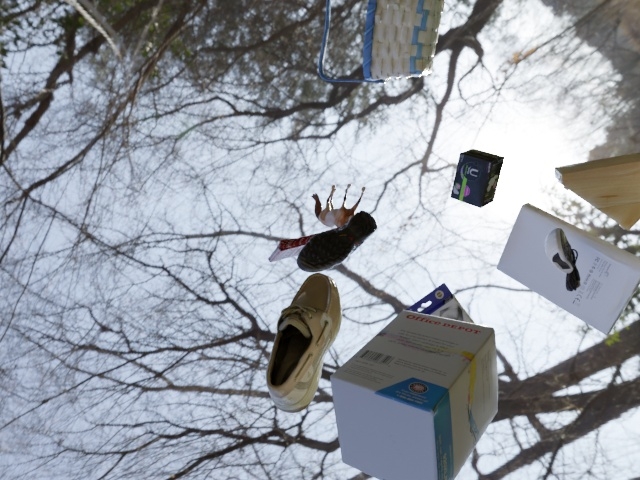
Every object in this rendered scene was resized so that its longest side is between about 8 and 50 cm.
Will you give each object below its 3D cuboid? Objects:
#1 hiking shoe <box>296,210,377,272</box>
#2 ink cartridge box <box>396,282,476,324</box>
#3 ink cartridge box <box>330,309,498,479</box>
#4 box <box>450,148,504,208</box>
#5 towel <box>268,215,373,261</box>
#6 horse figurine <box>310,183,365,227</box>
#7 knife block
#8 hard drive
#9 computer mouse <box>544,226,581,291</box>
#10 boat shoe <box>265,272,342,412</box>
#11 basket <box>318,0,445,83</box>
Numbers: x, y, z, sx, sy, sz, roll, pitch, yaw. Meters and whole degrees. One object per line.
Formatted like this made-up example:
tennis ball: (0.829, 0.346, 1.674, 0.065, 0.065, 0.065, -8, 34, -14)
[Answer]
hiking shoe: (0.036, 0.022, 1.201, 0.227, 0.114, 0.086, -30, -108, -28)
ink cartridge box: (0.404, 0.297, 1.774, 0.224, 0.223, 0.045, 55, -162, 15)
ink cartridge box: (0.158, 0.244, 0.813, 0.233, 0.171, 0.168, -29, -62, -46)
box: (0.269, -0.108, 0.883, 0.062, 0.083, 0.052, 25, -148, 35)
towel: (0.000, 0.000, 1.403, 0.275, 0.199, 0.031, -15, -98, -16)
horse figurine: (0.053, -0.104, 1.736, 0.066, 0.263, 0.174, 23, -100, -35)
knife block: (0.718, -0.160, 1.162, 0.276, 0.242, 0.088, 34, -158, 0)
hard drive: (0.603, 0.064, 1.263, 0.040, 0.203, 0.307, -18, -139, -38)
computer mouse: (0.505, 0.031, 1.082, 0.193, 0.042, 0.106, 37, -127, -44)
boat shoe: (-0.033, 0.172, 0.993, 0.098, 0.109, 0.302, 68, -149, -43)
basket: (0.139, -0.505, 1.256, 0.289, 0.254, 0.201, 14, -157, 15)
